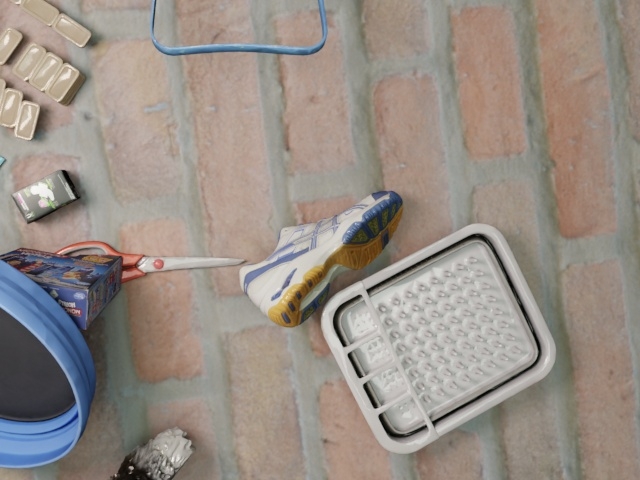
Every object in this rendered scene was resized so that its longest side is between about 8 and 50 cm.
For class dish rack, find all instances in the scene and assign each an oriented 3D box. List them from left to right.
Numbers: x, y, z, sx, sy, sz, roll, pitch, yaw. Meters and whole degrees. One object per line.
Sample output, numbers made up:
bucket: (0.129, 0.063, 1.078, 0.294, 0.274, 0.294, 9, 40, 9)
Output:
dish rack: (0.188, 0.154, 1.430, 0.332, 0.072, 0.286, -27, 95, -6)

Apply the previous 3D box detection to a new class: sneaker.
sneaker: (0.000, 0.000, 1.377, 0.296, 0.112, 0.131, -38, 53, -24)

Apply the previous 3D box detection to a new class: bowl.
bowl: (-0.493, 0.160, 1.220, 0.390, 0.077, 0.391, 10, 129, 12)

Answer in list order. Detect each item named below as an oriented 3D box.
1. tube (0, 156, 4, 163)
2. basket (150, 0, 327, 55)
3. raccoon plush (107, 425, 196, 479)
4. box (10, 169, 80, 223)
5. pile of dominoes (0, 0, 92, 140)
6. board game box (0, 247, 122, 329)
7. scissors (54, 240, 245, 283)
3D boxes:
tube: (-0.587, -0.150, 1.319, 0.207, 0.052, 0.080, 36, 93, -18)
basket: (-0.119, -0.411, 1.289, 0.254, 0.201, 0.289, 0, 77, -8)
raccoon plush: (-0.445, 0.395, 1.330, 0.299, 0.216, 0.446, 40, 61, 4)
box: (-0.417, -0.067, 1.337, 0.083, 0.062, 0.052, -28, 97, -7)
pile of dominoes: (-0.487, -0.291, 1.344, 0.251, 0.040, 0.196, 34, 88, 0)
board game box: (-0.380, 0.061, 1.285, 0.194, 0.194, 0.060, 9, 102, 13)
scissors: (-0.274, 0.029, 1.382, 0.297, 0.021, 0.109, -17, 92, -6)
